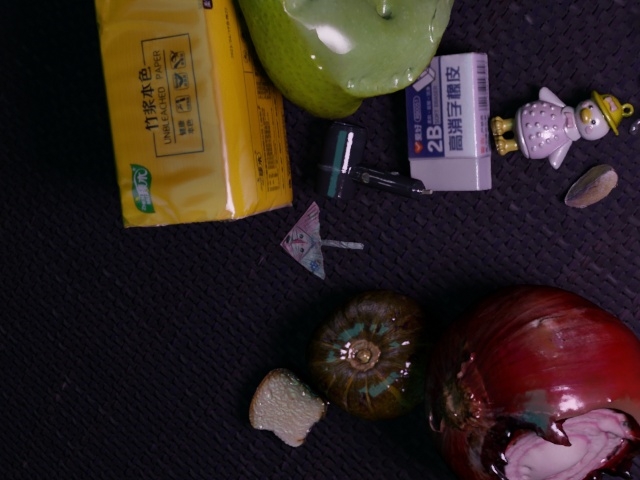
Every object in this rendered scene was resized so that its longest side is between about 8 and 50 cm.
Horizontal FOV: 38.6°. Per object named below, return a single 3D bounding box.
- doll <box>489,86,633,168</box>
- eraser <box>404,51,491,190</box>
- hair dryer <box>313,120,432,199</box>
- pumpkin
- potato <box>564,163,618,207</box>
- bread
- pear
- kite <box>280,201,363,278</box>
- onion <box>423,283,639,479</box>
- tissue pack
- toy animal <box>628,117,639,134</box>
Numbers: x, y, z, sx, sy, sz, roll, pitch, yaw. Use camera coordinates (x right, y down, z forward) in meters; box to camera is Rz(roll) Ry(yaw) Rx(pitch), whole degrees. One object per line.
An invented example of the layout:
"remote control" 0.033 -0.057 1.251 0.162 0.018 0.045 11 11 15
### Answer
"doll" 0.362 -0.173 1.373 0.207 0.081 0.129 -11 77 20
"eraser" 0.200 -0.183 1.430 0.125 0.068 0.210 1 98 33
"hair dryer" 0.088 -0.111 1.462 0.219 0.071 0.124 22 106 36
"pumpkin" 0.095 0.189 1.491 0.219 0.162 0.219 -6 69 16
"potato" 0.417 -0.085 1.394 0.037 0.036 0.093 30 132 -23
"bread" -0.057 0.293 1.614 0.126 0.044 0.129 33 105 5
"pear" 0.023 -0.342 1.370 0.238 0.343 0.318 15 107 57
"kite" 0.000 0.000 1.571 0.153 0.005 0.137 -5 96 20
"onion" 0.298 0.223 1.335 0.341 0.341 0.341 3 98 20
"tissue pack" -0.195 -0.222 1.462 0.228 0.293 0.381 -6 96 16
"toy animal" 0.535 -0.217 1.303 0.148 0.084 0.232 17 99 16
